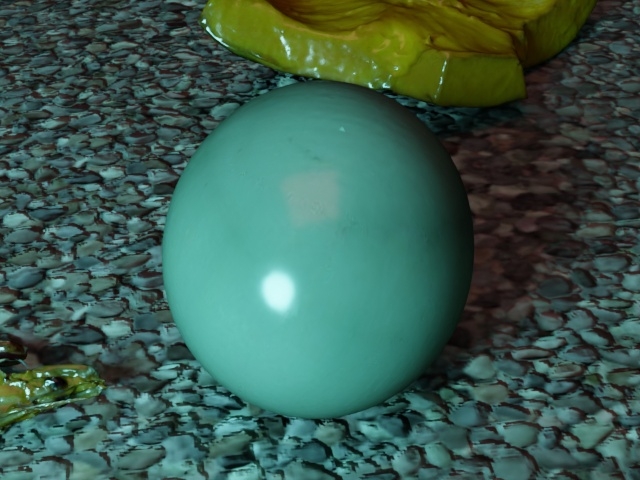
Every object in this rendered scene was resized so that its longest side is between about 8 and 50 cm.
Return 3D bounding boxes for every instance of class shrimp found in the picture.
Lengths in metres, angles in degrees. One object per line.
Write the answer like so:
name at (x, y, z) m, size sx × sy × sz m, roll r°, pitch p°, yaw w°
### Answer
shrimp at (-0.195, 0.082, 0.774) m, size 0.162 × 0.045 × 0.095 m, roll -7°, pitch 11°, yaw 2°

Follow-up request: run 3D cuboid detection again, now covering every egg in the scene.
egg at (0.000, 0.000, 0.758) m, size 0.168 × 0.168 × 0.231 m, roll 1°, pitch 27°, yaw 6°

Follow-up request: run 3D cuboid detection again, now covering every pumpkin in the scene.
pumpkin at (0.078, -0.182, 1.122) m, size 0.290 × 0.095 × 0.258 m, roll 9°, pitch 29°, yaw 11°
